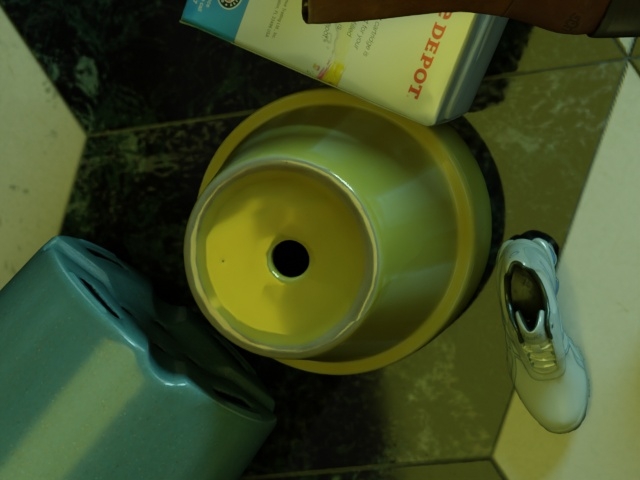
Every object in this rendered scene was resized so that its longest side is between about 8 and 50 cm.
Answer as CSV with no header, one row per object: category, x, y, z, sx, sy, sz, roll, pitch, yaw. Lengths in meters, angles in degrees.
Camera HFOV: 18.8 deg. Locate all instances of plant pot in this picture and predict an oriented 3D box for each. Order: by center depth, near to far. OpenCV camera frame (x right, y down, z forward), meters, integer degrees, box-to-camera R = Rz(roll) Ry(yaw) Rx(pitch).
plant pot,0.000,0.000,1.615,0.254,0.239,0.254,2,99,14
plant pot,-0.233,0.200,1.675,0.341,0.341,0.334,41,97,7

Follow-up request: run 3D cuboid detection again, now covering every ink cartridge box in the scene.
ink cartridge box,0.038,-0.219,1.611,0.233,0.168,0.171,25,103,11

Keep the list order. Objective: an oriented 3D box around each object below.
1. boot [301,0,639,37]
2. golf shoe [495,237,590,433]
boot,0.126,-0.270,1.418,0.280,0.096,0.264,4,135,-5
golf shoe,0.183,0.087,1.657,0.069,0.086,0.176,-15,95,15
